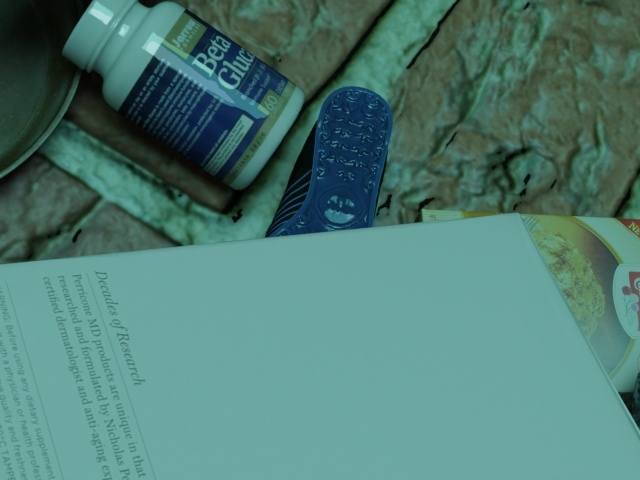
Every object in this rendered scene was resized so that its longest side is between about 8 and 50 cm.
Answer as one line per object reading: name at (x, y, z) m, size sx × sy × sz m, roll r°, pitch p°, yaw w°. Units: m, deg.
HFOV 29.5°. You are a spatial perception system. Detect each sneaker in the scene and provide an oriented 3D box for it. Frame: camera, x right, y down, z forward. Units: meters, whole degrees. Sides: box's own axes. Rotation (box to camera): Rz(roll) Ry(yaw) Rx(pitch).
sneaker at (0.000, 0.000, 0.902) m, size 0.081 × 0.090 × 0.232 m, roll 20°, pitch 63°, yaw 2°

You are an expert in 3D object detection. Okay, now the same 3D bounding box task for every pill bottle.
pill bottle at (-0.104, -0.120, 0.917) m, size 0.169 × 0.094 × 0.094 m, roll 33°, pitch 63°, yaw -10°

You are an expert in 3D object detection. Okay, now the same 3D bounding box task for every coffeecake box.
coffeecake box at (0.163, 0.057, 0.921) m, size 0.185 × 0.068 × 0.142 m, roll 2°, pitch 64°, yaw -10°

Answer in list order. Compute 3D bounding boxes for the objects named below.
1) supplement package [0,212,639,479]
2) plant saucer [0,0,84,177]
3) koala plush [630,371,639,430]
supplement package at (-0.026, 0.116, 0.543) m, size 0.293 × 0.177 × 0.175 m, roll -7°, pitch 57°, yaw -29°
plant saucer at (-0.337, -0.149, 0.932) m, size 0.310 × 0.050 × 0.310 m, roll 4°, pitch 66°, yaw -8°
koala plush at (0.217, 0.168, 0.766) m, size 0.221 × 0.196 × 0.203 m, roll -14°, pitch 93°, yaw -30°
